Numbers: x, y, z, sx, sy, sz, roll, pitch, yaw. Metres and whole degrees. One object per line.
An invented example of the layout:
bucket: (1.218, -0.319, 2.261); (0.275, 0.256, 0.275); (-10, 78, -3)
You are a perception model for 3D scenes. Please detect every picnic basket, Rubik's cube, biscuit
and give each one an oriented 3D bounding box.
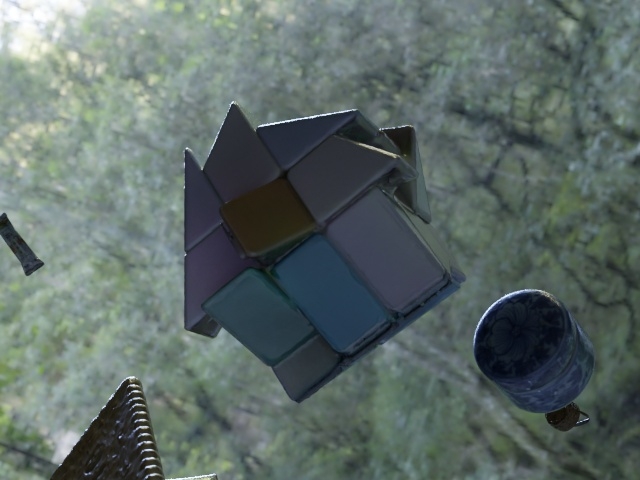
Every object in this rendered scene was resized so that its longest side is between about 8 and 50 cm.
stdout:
picnic basket: (0.501, 0.356, 2.429); (0.072, 0.083, 0.072); (-36, 39, 37)
Rubik's cube: (0.000, 0.000, 1.660); (0.387, 0.368, 0.358); (-38, -24, 9)
biscuit: (-0.285, 0.334, 1.603); (0.217, 0.044, 0.325); (-51, 25, 7)

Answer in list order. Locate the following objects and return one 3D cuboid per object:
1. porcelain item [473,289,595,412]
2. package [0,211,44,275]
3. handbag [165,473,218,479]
porcelain item: (0.290, 0.150, 1.644); (0.114, 0.147, 0.147); (44, -120, -44)
package: (-0.509, 0.006, 2.013); (0.037, 0.110, 0.015); (-36, 8, -5)
handbag: (-0.280, 0.602, 2.336); (0.151, 0.171, 0.298); (-111, 26, -45)
